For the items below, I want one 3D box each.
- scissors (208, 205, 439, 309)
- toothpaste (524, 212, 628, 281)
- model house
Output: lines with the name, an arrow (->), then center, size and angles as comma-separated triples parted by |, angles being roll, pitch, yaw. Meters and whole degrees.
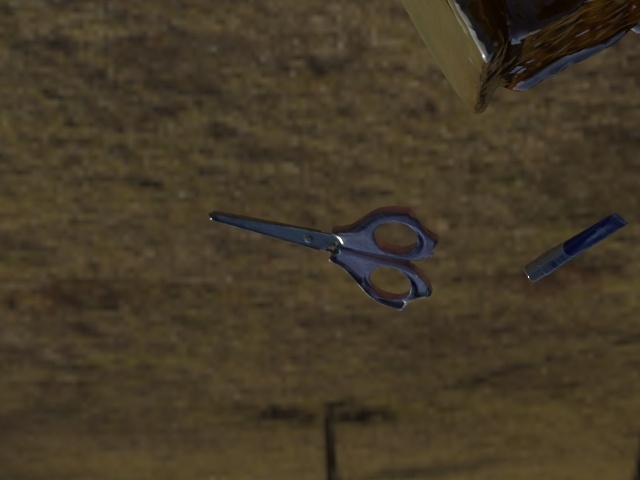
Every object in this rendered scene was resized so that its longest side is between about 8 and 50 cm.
scissors -> 0.000, 0.000, 1.374 | 0.189, 0.015, 0.100 | 12, 130, 12
toothpaste -> 0.189, 0.004, 1.294 | 0.083, 0.015, 0.024 | -32, 145, 20
model house -> 0.146, -0.201, 0.984 | 0.229, 0.199, 0.219 | -24, -177, -3
